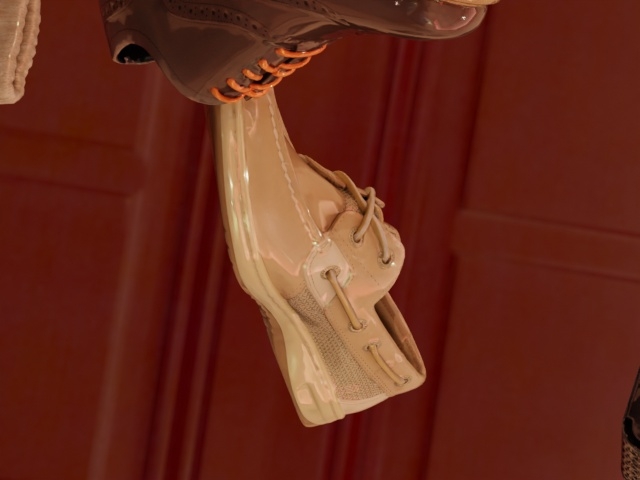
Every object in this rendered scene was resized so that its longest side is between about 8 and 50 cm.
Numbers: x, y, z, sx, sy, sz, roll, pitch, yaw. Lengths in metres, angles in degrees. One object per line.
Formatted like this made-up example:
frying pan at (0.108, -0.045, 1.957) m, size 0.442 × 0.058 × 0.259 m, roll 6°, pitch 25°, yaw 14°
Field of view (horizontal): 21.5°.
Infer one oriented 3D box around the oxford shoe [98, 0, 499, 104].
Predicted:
oxford shoe at (-0.016, -0.109, 0.799) m, size 0.271 × 0.097 × 0.098 m, roll 19°, pitch -75°, yaw 52°

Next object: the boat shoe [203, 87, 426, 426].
boat shoe at (0.000, 0.000, 1.034) m, size 0.109 × 0.098 × 0.302 m, roll -100°, pitch 174°, yaw -45°

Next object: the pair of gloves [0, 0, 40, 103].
pair of gloves at (-0.228, -0.149, 0.834) m, size 0.042 × 0.204 × 0.240 m, roll 61°, pitch 22°, yaw -60°

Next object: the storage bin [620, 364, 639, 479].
storage bin at (0.310, 0.110, 1.297) m, size 0.084 × 0.122 × 0.180 m, roll 75°, pitch 34°, yaw -58°
